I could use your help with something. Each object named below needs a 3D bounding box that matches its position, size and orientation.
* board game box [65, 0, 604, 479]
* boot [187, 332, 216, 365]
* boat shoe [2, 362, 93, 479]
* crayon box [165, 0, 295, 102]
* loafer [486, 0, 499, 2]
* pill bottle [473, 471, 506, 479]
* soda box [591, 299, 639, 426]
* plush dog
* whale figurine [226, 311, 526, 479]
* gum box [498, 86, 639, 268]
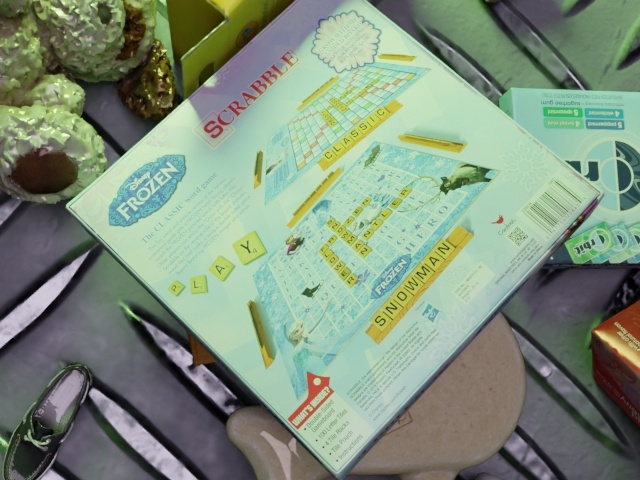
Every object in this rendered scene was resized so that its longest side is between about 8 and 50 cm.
[{"bbox_3d":[0.011,-0.024,0.811,0.318,0.066,0.318,-44,75,-12],"label":"board game box"},{"bbox_3d":[-0.001,0.000,0.917,0.295,0.104,0.211,-14,90,-11],"label":"boot"},{"bbox_3d":[-0.247,0.167,0.864,0.046,0.038,0.125,34,76,-3],"label":"boat shoe"},{"bbox_3d":[-0.042,-0.257,0.886,0.081,0.202,0.318,41,75,4],"label":"crayon box"},{"bbox_3d":[0.133,-0.369,0.999,0.084,0.096,0.267,-41,92,-8],"label":"loafer"},{"bbox_3d":[0.154,0.303,0.892,0.086,0.086,0.152,29,76,-5],"label":"pill bottle"},{"bbox_3d":[0.365,0.170,0.879,0.083,0.092,0.263,-30,47,-11],"label":"soda box"},{"bbox_3d":[-0.249,-0.191,0.874,0.225,0.210,0.262,-31,116,-28],"label":"plush dog"},{"bbox_3d":[0.049,0.145,0.870,0.272,0.141,0.216,-27,91,-13],"label":"whale figurine"},{"bbox_3d":[0.270,-0.063,0.997,0.157,0.041,0.184,0,80,-11],"label":"gum box"}]
